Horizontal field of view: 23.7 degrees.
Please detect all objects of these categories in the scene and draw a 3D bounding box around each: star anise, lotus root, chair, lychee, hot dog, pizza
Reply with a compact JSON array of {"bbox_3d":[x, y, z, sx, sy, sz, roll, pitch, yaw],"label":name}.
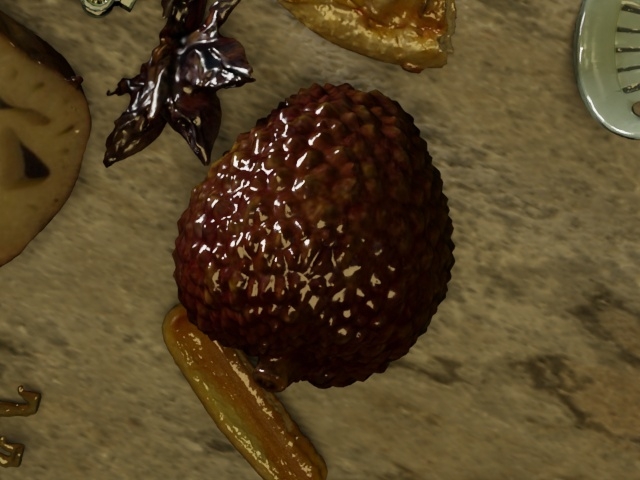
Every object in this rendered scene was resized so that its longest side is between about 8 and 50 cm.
[{"bbox_3d":[-0.109,-0.139,1.292,0.157,0.053,0.212,39,98,36],"label":"star anise"},{"bbox_3d":[-0.280,-0.098,1.280,0.170,0.074,0.260,-1,118,-24],"label":"lotus root"},{"bbox_3d":[0.374,-0.175,1.272,0.275,0.190,0.203,8,71,-9],"label":"chair"},{"bbox_3d":[0.000,0.000,1.275,0.236,0.236,0.271,28,73,-8],"label":"lychee"},{"bbox_3d":[-0.071,0.145,1.384,0.066,0.047,0.215,-33,101,18],"label":"hot dog"},{"bbox_3d":[0.055,-0.225,1.294,0.182,0.062,0.161,37,116,-9],"label":"pizza"}]

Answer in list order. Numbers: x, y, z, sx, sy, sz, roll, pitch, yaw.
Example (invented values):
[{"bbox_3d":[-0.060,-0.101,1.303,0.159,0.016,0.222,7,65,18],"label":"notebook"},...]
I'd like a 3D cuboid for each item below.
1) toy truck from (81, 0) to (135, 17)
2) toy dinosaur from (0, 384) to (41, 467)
[{"bbox_3d":[-0.217,-0.263,1.284,0.169,0.077,0.100,32,88,-8],"label":"toy truck"},{"bbox_3d":[-0.325,0.176,1.387,0.126,0.039,0.162,18,105,4],"label":"toy dinosaur"}]
